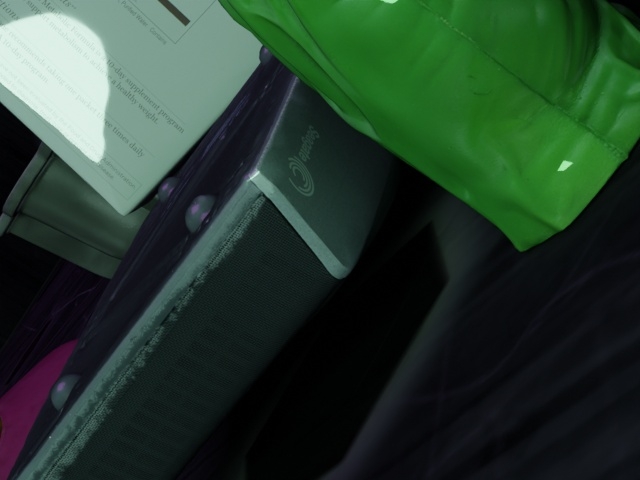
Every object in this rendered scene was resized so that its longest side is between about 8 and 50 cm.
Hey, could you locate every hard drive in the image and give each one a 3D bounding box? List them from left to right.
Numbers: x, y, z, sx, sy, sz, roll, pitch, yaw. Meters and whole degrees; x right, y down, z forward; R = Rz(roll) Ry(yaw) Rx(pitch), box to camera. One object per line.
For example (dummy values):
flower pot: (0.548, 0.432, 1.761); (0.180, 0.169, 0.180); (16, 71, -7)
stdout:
hard drive: (-0.035, -0.004, 0.544); (0.172, 0.054, 0.254); (-51, 10, 21)

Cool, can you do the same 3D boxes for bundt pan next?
bundt pan: (-0.078, -0.105, 0.961); (0.331, 0.124, 0.331); (-52, 7, 10)

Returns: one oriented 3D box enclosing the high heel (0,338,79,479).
high heel: (-0.243, 0.152, 0.757); (0.127, 0.181, 0.377); (-47, 13, 37)

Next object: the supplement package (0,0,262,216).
supplement package: (-0.060, -0.148, 0.721); (0.244, 0.134, 0.139); (-47, 5, 2)

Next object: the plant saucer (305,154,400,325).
plant saucer: (0.000, 0.000, 0.591); (0.119, 0.021, 0.119); (-52, 10, 14)

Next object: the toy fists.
toy fists: (0.027, -0.104, 0.463); (0.096, 0.142, 0.279); (-52, 12, 18)
